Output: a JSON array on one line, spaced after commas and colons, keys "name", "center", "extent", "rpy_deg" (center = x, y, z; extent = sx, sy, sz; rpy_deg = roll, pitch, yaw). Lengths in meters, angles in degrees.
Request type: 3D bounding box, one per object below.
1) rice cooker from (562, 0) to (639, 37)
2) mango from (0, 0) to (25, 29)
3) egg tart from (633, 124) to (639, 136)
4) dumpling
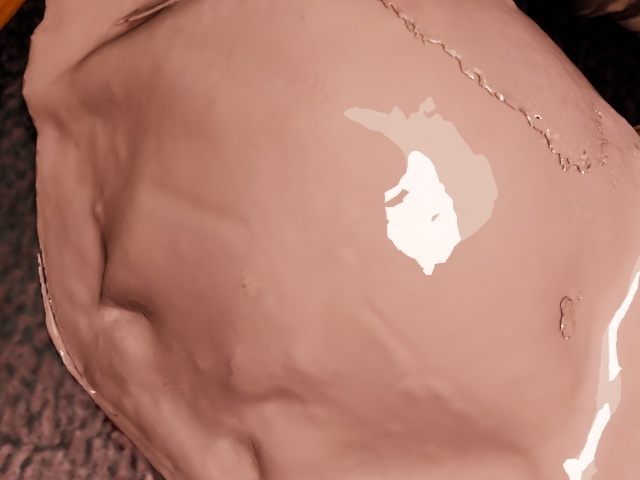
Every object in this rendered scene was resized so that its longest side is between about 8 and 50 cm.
[{"name": "rice cooker", "center": [0.257, -0.178, 0.590], "extent": [0.316, 0.264, 0.317], "rpy_deg": [7, 68, -18]}, {"name": "mango", "center": [-0.184, -0.148, 0.561], "extent": [0.138, 0.113, 0.253], "rpy_deg": [14, 77, -9]}, {"name": "egg tart", "center": [0.207, 0.045, 0.612], "extent": [0.241, 0.106, 0.241], "rpy_deg": [4, 74, -16]}, {"name": "dumpling", "center": [-0.003, -0.002, 0.542], "extent": [0.341, 0.181, 0.260], "rpy_deg": [38, 93, -5]}]
